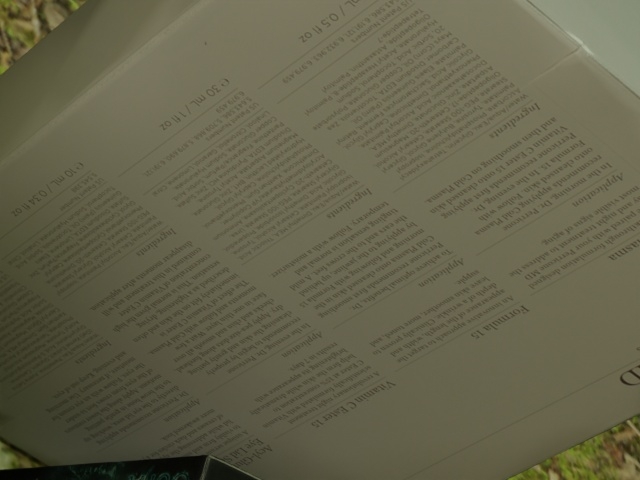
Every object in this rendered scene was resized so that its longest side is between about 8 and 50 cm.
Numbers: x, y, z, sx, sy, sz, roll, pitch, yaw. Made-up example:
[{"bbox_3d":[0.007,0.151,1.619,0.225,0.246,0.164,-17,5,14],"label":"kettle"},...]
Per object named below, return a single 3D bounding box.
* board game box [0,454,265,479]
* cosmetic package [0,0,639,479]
[{"bbox_3d":[-0.058,0.131,0.822,0.126,0.186,0.026,29,65,-32],"label":"board game box"},{"bbox_3d":[0.000,0.000,0.821,0.284,0.377,0.097,38,41,-24],"label":"cosmetic package"}]
